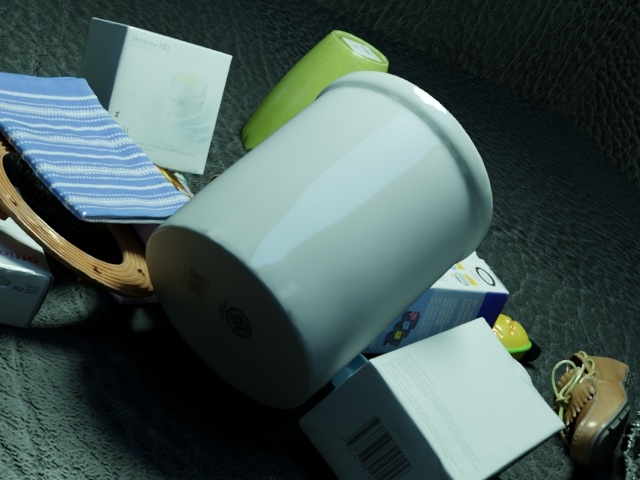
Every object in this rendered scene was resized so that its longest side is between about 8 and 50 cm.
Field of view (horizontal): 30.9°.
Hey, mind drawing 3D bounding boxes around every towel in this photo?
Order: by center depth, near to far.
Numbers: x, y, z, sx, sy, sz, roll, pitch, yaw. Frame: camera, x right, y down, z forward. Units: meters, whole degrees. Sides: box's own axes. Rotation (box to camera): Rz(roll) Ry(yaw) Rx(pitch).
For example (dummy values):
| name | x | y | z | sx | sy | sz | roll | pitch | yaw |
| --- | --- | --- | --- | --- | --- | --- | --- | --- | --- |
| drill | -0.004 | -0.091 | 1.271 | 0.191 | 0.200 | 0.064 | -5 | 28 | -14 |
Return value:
| name | x | y | z | sx | sy | sz | roll | pitch | yaw |
| --- | --- | --- | --- | --- | --- | --- | --- | --- | --- |
| towel | -0.352 | -0.142 | 1.698 | 0.336 | 0.040 | 0.243 | 45 | 25 | 26 |

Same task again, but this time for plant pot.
| name | x | y | z | sx | sy | sz | roll | pitch | yaw |
| --- | --- | --- | --- | --- | --- | --- | --- | --- | --- |
| plant pot | 0.015 | -0.289 | 2.478 | 0.275 | 0.293 | 0.275 | 26 | 22 | -11 |

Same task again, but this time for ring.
| name | x | y | z | sx | sy | sz | roll | pitch | yaw |
| --- | --- | --- | --- | --- | --- | --- | --- | --- | --- |
| ring | -0.361 | -0.036 | 1.604 | 0.336 | 0.032 | 0.336 | 44 | 10 | -9 |

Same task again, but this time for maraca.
| name | x | y | z | sx | sy | sz | roll | pitch | yaw |
| --- | --- | --- | --- | --- | --- | --- | --- | --- | --- |
| maraca | 0.290 | 0.182 | 2.091 | 0.186 | 0.099 | 0.127 | 1 | 10 | -19 |

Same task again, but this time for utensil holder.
| name | x | y | z | sx | sy | sz | roll | pitch | yaw |
| --- | --- | --- | --- | --- | --- | --- | --- | --- | --- |
| utensil holder | 0.000 | 0.000 | 1.612 | 0.327 | 0.327 | 0.385 | 38 | 57 | 17 |

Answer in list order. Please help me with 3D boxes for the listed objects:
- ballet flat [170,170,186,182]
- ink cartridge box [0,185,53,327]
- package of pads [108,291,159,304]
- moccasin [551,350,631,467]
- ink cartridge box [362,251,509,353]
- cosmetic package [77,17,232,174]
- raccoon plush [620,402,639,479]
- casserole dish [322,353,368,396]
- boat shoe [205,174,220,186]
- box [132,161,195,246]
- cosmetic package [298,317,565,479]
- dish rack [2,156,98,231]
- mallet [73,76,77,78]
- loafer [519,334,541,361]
| name | x | y | z | sx | sy | sz | roll | pitch | yaw |
| --- | --- | --- | --- | --- | --- | --- | --- | --- | --- |
| ballet flat | -0.237 | -0.060 | 2.005 | 0.052 | 0.057 | 0.168 | -17 | 41 | -25 |
| ink cartridge box | -0.456 | 0.005 | 1.507 | 0.158 | 0.092 | 0.218 | 15 | 25 | -36 |
| package of pads | -0.272 | 0.068 | 1.689 | 0.050 | 0.032 | 0.083 | 44 | 25 | 27 |
| moccasin | 0.467 | 0.284 | 2.046 | 0.147 | 0.139 | 0.380 | 21 | 24 | 10 |
| ink cartridge box | 0.133 | 0.061 | 1.989 | 0.395 | 0.151 | 0.270 | 3 | 34 | -29 |
| cosmetic package | -0.302 | -0.250 | 2.031 | 0.224 | 0.224 | 0.138 | 9 | 7 | -42 |
| raccoon plush | 0.558 | 0.446 | 1.854 | 0.216 | 0.299 | 0.446 | 21 | -14 | 15 |
| casserole dish | 0.047 | 0.223 | 1.761 | 0.114 | 0.037 | 0.188 | 13 | 28 | -38 |
| boat shoe | -0.116 | -0.021 | 1.887 | 0.257 | 0.095 | 0.095 | 42 | -10 | 41 |
| box | -0.225 | -0.023 | 1.823 | 0.293 | 0.057 | 0.201 | 51 | 12 | 35 |
| cosmetic package | 0.169 | 0.257 | 1.635 | 0.217 | 0.156 | 0.385 | 55 | 27 | 16 |
| dish rack | -0.429 | -0.116 | 1.828 | 0.271 | 0.074 | 0.208 | 33 | 22 | 3 |
| mallet | -0.403 | -0.265 | 2.242 | 0.190 | 0.039 | 0.062 | 27 | 24 | 2 |
| loafer | 0.344 | 0.181 | 2.208 | 0.170 | 0.062 | 0.061 | 25 | 18 | -19 |
